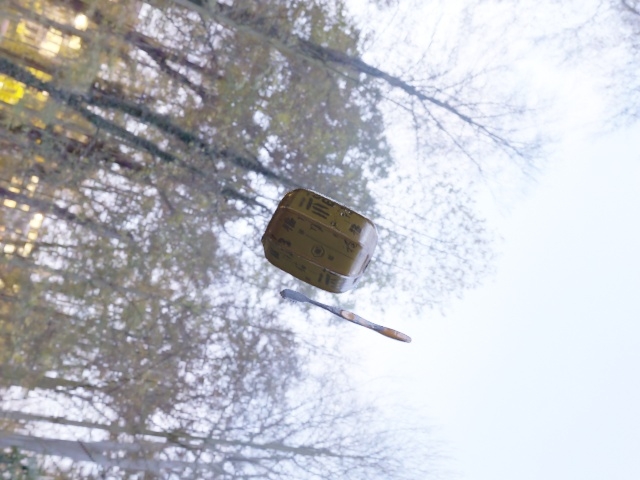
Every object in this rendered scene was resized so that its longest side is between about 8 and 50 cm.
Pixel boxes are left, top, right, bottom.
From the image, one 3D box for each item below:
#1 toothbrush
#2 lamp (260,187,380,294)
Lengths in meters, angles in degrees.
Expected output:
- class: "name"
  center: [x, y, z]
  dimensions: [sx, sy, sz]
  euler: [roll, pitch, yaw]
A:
- class: "toothbrush"
  center: [0.060, 0.159, 1.301]
  dimensions: [0.031, 0.320, 0.023]
  euler: [-23, -132, 63]
- class: "lamp"
  center: [0.000, 0.000, 1.102]
  dimensions: [0.161, 0.184, 0.161]
  euler: [-63, 180, -1]
